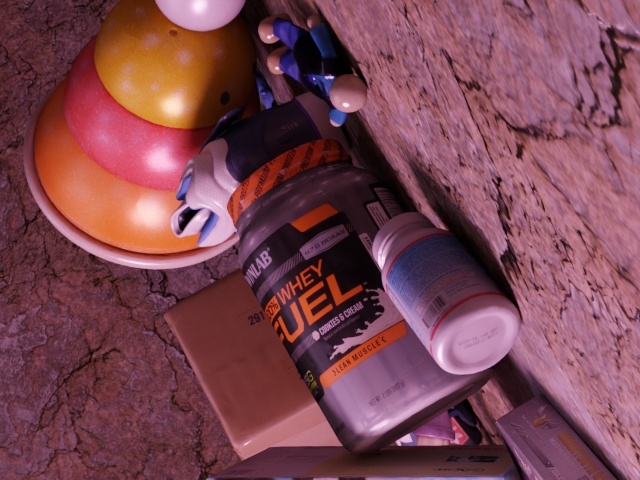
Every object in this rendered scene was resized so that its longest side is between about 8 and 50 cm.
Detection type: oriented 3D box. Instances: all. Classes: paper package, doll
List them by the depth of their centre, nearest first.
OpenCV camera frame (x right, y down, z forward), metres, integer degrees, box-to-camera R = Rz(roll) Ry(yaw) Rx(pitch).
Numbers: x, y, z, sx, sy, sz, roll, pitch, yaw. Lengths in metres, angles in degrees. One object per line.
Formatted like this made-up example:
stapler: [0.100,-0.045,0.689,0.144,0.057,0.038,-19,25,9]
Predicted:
doll: [-0.001,-0.173,1.297,0.189,0.046,0.129,42,153,55]
paper package: [-0.030,0.174,1.965,0.309,0.324,0.168,57,174,36]

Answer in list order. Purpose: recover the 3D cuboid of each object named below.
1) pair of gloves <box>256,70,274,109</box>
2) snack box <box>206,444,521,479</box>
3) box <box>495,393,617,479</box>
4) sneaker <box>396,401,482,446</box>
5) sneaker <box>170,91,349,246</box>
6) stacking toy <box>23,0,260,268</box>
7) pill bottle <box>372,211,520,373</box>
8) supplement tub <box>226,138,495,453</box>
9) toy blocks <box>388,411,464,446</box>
pair of gloves: [-0.114,-0.263,2.044,0.198,0.023,0.159,58,174,20]
snack box: [0.061,0.264,1.368,0.187,0.321,0.060,-4,-90,-71]
box: [0.262,0.278,1.192,0.183,0.056,0.231,65,174,-32]
sneaker: [0.148,0.230,1.761,0.148,0.131,0.350,47,174,39]
sneaker: [-0.091,-0.080,1.620,0.130,0.236,0.323,60,175,3]
stacking toy: [-0.195,-0.212,1.647,0.351,0.350,0.480,58,151,20]
pill bottle: [0.111,0.044,1.182,0.160,0.087,0.087,56,173,46]
supplement tub: [0.036,0.058,1.399,0.316,0.193,0.193,59,175,15]
toy blocks: [0.155,0.323,1.573,0.309,0.288,0.260,-14,64,64]
